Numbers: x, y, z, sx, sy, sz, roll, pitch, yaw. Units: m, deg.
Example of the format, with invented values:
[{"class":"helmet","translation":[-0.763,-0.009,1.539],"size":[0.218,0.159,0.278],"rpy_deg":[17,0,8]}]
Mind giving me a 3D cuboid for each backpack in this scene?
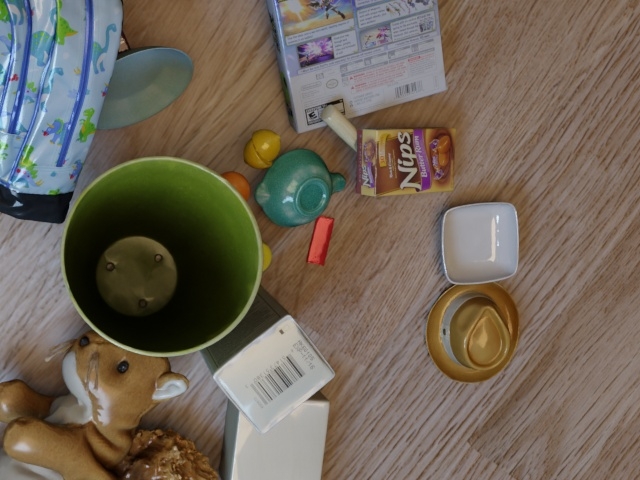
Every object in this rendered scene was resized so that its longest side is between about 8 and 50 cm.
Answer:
[{"class":"backpack","translation":[-0.403,-0.249,1.350],"size":[0.273,0.290,0.356],"rpy_deg":[12,123,-52]}]

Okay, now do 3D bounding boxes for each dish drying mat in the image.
[{"class":"dish drying mat","translation":[0.000,0.000,1.706],"size":[0.032,0.008,0.083],"rpy_deg":[11,97,-15]}]

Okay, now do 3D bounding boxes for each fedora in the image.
[{"class":"fedora","translation":[0.281,0.166,1.765],"size":[0.194,0.079,0.195],"rpy_deg":[-2,99,-14]}]

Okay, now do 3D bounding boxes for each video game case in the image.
[{"class":"video game case","translation":[0.060,-0.325,1.604],"size":[0.269,0.061,0.244],"rpy_deg":[-18,123,-11]}]

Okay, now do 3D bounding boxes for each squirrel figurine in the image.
[{"class":"squirrel figurine","translation":[-0.342,0.335,1.578],"size":[0.397,0.281,0.370],"rpy_deg":[43,77,-30]}]

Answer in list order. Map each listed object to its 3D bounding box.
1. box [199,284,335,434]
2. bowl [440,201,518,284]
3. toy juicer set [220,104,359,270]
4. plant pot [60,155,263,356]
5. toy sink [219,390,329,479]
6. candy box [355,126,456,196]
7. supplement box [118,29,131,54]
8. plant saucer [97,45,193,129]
[{"class":"box","translation":[-0.101,0.166,1.550],"size":[0.148,0.311,0.121],"rpy_deg":[-38,105,-5]},{"class":"bowl","translation":[0.271,0.002,1.750],"size":[0.142,0.053,0.142],"rpy_deg":[-6,100,-14]},{"class":"toy juicer set","translation":[-0.048,-0.112,1.621],"size":[0.329,0.089,0.209],"rpy_deg":[-37,127,-18]},{"class":"plant pot","translation":[-0.252,0.039,1.488],"size":[0.274,0.293,0.275],"rpy_deg":[2,81,-17]},{"class":"toy sink","translation":[-0.084,0.363,1.681],"size":[0.152,0.131,0.234],"rpy_deg":[5,94,-15]},{"class":"candy box","translation":[0.143,-0.132,1.660],"size":[0.186,0.053,0.109],"rpy_deg":[-6,102,-38]},{"class":"supplement box","translation":[-0.362,-0.356,1.509],"size":[0.080,0.104,0.188],"rpy_deg":[-25,104,-9]},{"class":"plant saucer","translation":[-0.288,-0.242,1.522],"size":[0.194,0.195,0.037],"rpy_deg":[-27,73,-8]}]
